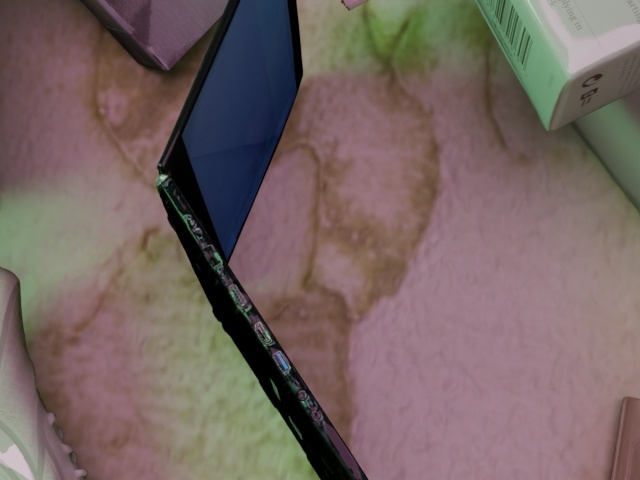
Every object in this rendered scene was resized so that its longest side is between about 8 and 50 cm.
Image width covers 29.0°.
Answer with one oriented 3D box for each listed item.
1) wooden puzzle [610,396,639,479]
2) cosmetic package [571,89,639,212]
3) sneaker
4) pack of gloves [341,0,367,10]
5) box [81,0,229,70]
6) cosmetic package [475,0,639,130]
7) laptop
[{"bbox_3d":[0.211,0.134,0.742,0.078,0.014,0.116,19,76,2],"label":"wooden puzzle"},{"bbox_3d":[0.286,-0.069,0.725,0.197,0.155,0.366,-35,77,-5],"label":"cosmetic package"},{"bbox_3d":[-0.167,0.156,0.703,0.118,0.110,0.292,-4,82,-8],"label":"sneaker"},{"bbox_3d":[0.088,-0.239,0.757,0.232,0.195,0.046,-29,118,2],"label":"pack of gloves"},{"bbox_3d":[-0.088,-0.252,0.782,0.231,0.056,0.183,-48,119,-12],"label":"box"},{"bbox_3d":[0.197,-0.163,0.633,0.231,0.085,0.117,-24,76,-3],"label":"cosmetic package"},{"bbox_3d":[0.000,0.000,0.669,0.136,0.234,0.264,-32,75,-7],"label":"laptop"}]
